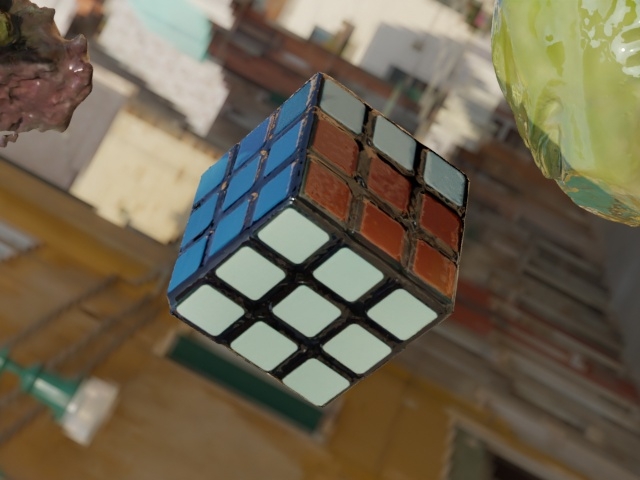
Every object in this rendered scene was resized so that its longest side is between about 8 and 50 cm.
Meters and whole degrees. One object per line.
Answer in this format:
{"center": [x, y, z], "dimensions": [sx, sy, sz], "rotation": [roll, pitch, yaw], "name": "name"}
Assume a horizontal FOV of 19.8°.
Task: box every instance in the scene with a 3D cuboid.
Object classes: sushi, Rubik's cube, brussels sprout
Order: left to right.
{"center": [-0.278, -0.130, 1.166], "dimensions": [0.161, 0.241, 0.107], "rotation": [-39, -20, -38], "name": "sushi"}
{"center": [0.000, 0.000, 1.396], "dimensions": [0.162, 0.163, 0.161], "rotation": [-42, 24, 36], "name": "Rubik's cube"}
{"center": [0.309, -0.183, 1.659], "dimensions": [0.344, 0.344, 0.268], "rotation": [-62, 23, -7], "name": "brussels sprout"}
